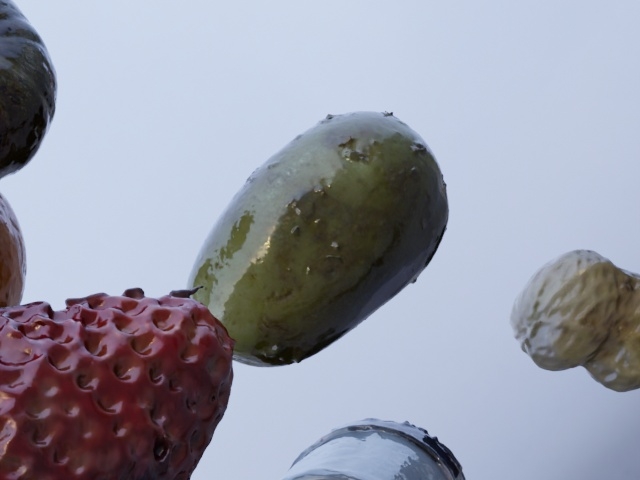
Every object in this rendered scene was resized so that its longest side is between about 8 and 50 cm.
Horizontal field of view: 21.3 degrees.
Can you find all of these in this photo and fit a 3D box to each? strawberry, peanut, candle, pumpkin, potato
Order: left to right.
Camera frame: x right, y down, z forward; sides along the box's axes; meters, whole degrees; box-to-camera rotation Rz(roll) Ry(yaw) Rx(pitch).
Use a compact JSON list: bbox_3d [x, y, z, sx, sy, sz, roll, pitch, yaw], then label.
[{"bbox_3d":[-0.343,-0.135,1.507,0.219,0.219,0.162,-32,-9,-43],"label":"pumpkin"},{"bbox_3d":[-0.181,0.180,1.328,0.280,0.150,0.253,-9,-69,-30],"label":"strawberry"},{"bbox_3d":[0.000,0.000,1.671,0.307,0.173,0.210,-43,-20,-18],"label":"potato"},{"bbox_3d":[0.032,0.325,1.845,0.221,0.221,0.342,-58,-11,16],"label":"candle"},{"bbox_3d":[0.373,0.112,2.275,0.110,0.233,0.197,-84,20,-48],"label":"peanut"}]

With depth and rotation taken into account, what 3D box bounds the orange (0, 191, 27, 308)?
[{"bbox_3d":[-0.422,0.030,1.613,0.284,0.284,0.226,-29,-49,-46],"label":"orange"}]
